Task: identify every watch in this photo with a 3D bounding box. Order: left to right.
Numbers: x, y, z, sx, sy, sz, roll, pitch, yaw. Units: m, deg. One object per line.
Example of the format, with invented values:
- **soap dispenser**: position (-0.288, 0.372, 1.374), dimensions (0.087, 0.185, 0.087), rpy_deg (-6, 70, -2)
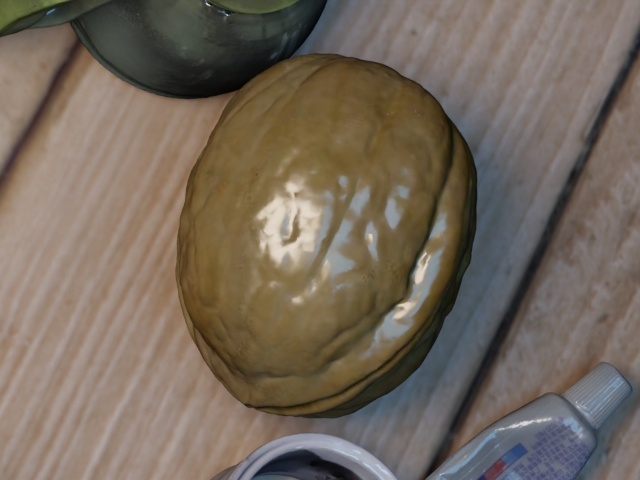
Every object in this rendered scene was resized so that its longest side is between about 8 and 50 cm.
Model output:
- **watch**: position (-0.008, 0.302, 1.742), dimensions (0.244, 0.196, 0.231), rpy_deg (13, 62, -21)

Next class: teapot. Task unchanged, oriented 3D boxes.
- **teapot**: position (-0.128, -0.258, 1.662), dimensions (0.321, 0.239, 0.239), rpy_deg (11, 83, -18)

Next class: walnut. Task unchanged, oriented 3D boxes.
- **walnut**: position (0.002, 0.001, 1.682), dimensions (0.252, 0.277, 0.313), rpy_deg (20, 78, -1)

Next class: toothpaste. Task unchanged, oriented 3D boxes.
- **toothpaste**: position (0.184, 0.222, 1.859), dimensions (0.282, 0.068, 0.099), rpy_deg (-41, 72, -7)
